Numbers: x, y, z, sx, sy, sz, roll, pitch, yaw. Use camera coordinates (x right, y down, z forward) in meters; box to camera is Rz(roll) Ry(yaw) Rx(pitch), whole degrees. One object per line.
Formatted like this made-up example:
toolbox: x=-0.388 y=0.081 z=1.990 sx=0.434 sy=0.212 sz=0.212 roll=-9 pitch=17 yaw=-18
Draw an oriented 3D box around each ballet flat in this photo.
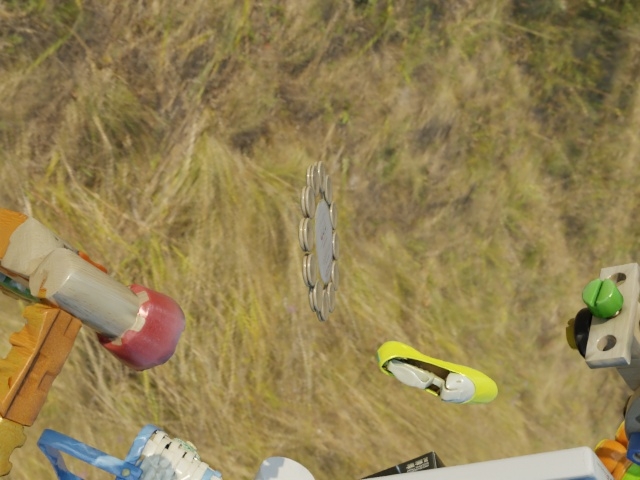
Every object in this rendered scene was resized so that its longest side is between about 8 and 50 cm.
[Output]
ballet flat: x=0.207 y=0.252 z=1.500 sx=0.077 sy=0.231 sz=0.077 roll=-56 pitch=168 yaw=-69

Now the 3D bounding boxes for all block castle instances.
block castle: x=-0.383 y=0.136 z=0.917 sx=0.213 sy=0.453 sz=0.303 roll=44 pitch=64 yaw=-49

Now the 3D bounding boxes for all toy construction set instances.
toy construction set: x=0.401 y=0.086 z=0.839 sx=0.309 sy=0.257 sz=0.237 roll=-48 pitch=111 yaw=-15

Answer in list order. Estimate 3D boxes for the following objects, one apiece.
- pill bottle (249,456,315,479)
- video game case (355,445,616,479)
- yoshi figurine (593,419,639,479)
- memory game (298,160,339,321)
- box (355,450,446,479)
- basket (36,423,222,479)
pill bottle: x=-0.100 y=0.494 z=1.407 sx=0.136 sy=0.136 sz=0.246 roll=0 pitch=120 yaw=-51
video game case: x=0.212 y=0.344 z=1.018 sx=0.300 sy=0.329 sz=0.036 roll=47 pitch=37 yaw=-42
yoshi figurine: x=0.577 y=0.413 z=1.197 sx=0.203 sy=0.362 sz=0.203 roll=40 pitch=76 yaw=-47
memory game: x=0.000 y=0.000 z=0.953 sx=0.186 sy=0.012 sz=0.186 roll=-3 pitch=90 yaw=-78
box: x=0.126 y=0.416 z=1.248 sx=0.180 sy=0.077 sz=0.147 roll=-25 pitch=122 yaw=16
basket: x=-0.303 y=0.402 z=1.334 sx=0.255 sy=0.289 sz=0.201 roll=101 pitch=8 yaw=-60
